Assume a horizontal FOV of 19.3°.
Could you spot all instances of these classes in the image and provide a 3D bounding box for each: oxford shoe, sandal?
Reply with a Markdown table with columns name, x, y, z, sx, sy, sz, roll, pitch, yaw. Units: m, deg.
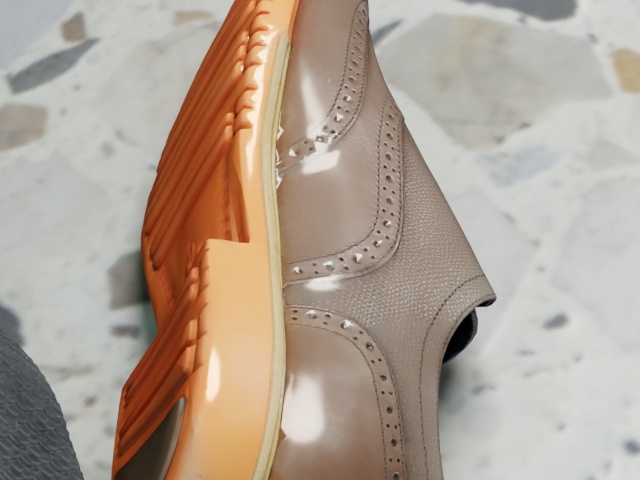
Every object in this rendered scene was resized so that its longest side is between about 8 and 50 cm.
| name | x | y | z | sx | sy | sz | roll | pitch | yaw |
| --- | --- | --- | --- | --- | --- | --- | --- | --- | --- |
| oxford shoe | 0.000 | 0.000 | 0.808 | 0.133 | 0.130 | 0.363 | 19 | 47 | -15 |
| sandal | -0.133 | 0.110 | 0.754 | 0.054 | 0.097 | 0.254 | -43 | 53 | 13 |
